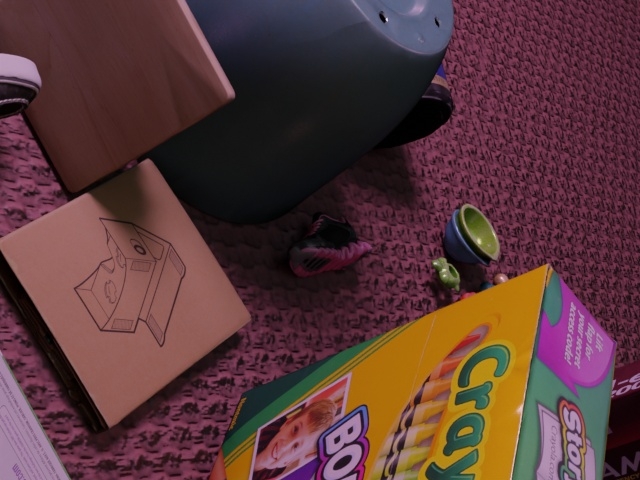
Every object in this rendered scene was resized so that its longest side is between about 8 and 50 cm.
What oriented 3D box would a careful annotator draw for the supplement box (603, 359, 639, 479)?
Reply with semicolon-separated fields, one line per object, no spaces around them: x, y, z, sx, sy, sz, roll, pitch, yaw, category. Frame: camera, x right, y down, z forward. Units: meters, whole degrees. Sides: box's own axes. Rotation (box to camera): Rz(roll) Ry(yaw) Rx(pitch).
0.339;0.239;1.240;0.239;0.130;0.073;55;37;-8;supplement box

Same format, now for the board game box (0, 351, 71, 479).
-0.253;0.202;0.674;0.316;0.064;0.242;-56;131;-51;board game box

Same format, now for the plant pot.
-0.025;-0.193;1.128;0.293;0.235;0.293;30;47;-38;plant pot

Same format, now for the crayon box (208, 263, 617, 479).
0.033;0.217;0.864;0.106;0.313;0.363;45;39;-22;crayon box

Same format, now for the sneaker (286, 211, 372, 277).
0.000;0.000;1.201;0.119;0.047;0.057;-4;64;-60;sneaker

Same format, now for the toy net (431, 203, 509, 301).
0.211;0.069;1.394;0.232;0.045;0.122;45;28;-19;toy net

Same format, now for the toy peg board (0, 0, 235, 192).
-0.160;-0.148;1.011;0.161;0.161;0.079;61;20;-1;toy peg board

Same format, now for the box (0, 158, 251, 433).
-0.155;0.037;1.002;0.164;0.021;0.201;59;37;-4;box

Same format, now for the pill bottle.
0.058;-0.219;1.341;0.123;0.123;0.219;10;60;-48;pill bottle

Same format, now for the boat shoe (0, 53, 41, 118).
-0.282;-0.077;0.879;0.219;0.078;0.070;-21;84;-46;boat shoe
